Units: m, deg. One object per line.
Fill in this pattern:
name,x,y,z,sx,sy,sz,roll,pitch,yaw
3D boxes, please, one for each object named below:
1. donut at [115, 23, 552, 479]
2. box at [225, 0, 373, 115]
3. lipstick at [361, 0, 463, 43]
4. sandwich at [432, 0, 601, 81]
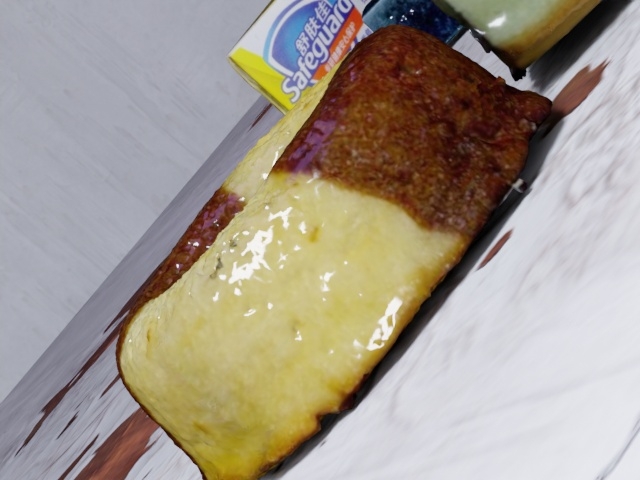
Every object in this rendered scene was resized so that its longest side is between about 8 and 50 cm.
donut,0.000,0.000,0.659,0.184,0.073,0.166,-51,10,-8
box,0.061,-0.216,1.383,0.265,0.097,0.168,-45,8,32
lipstick,0.149,-0.226,1.089,0.312,0.051,0.051,-45,7,17
sandwich,0.097,-0.194,0.784,0.198,0.155,0.227,-46,6,10
